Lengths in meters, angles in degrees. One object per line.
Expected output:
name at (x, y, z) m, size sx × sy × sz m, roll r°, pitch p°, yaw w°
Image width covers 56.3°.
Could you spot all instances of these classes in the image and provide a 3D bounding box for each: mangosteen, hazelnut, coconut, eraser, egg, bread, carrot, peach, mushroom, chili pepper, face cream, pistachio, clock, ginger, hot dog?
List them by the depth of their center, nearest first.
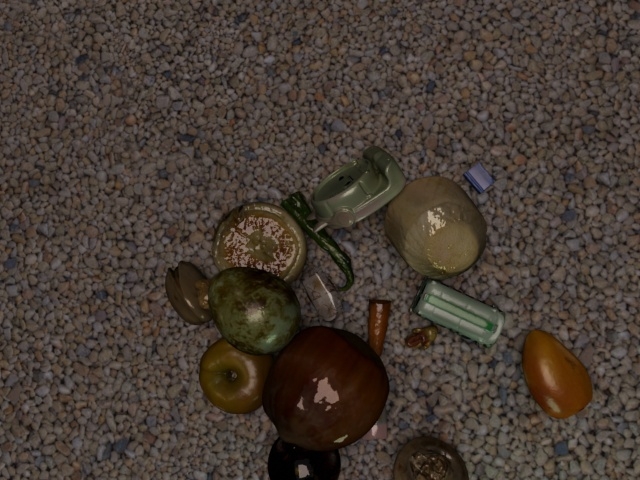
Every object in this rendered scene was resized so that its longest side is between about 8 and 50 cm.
egg at (-0.193, 0.196, 1.718) m, size 0.289 × 0.238 × 0.238 m, roll 38°, pitch 89°, yaw 14°
hazelnut at (0.010, 0.421, 1.741) m, size 0.366 × 0.366 × 0.366 m, roll 0°, pitch 85°, yaw 5°
mushroom at (0.328, 0.688, 1.761) m, size 0.226 × 0.178 × 0.226 m, roll 7°, pitch 42°, yaw -6°
coconut at (0.338, -0.046, 1.800) m, size 0.329 × 0.329 × 0.329 m, roll 0°, pitch 85°, yaw 5°
mangosteen at (-0.040, 0.693, 1.803) m, size 0.228 × 0.228 × 0.265 m, roll -18°, pitch 116°, yaw 3°
clock at (0.091, -0.148, 1.827) m, size 0.324 × 0.265 × 0.108 m, roll -35°, pitch 113°, yaw 2°
ginger at (-0.268, 0.210, 1.863) m, size 0.086 × 0.131 × 0.294 m, roll -33°, pitch 121°, yaw 25°
face cream at (0.162, 0.518, 1.865) m, size 0.084 × 0.057 × 0.198 m, roll -5°, pitch 84°, yaw 5°
peach at (-0.264, 0.417, 1.874) m, size 0.251 × 0.153 × 0.251 m, roll -4°, pitch 79°, yaw 20°
carrot at (0.181, 0.287, 1.881) m, size 0.072 × 0.072 × 0.205 m, roll 3°, pitch 87°, yaw 5°
bread at (-0.188, 0.022, 1.893) m, size 0.305 × 0.159 × 0.305 m, roll 0°, pitch 89°, yaw 7°
hot dog at (0.002, 0.169, 1.908) m, size 0.099 × 0.053 × 0.192 m, roll -34°, pitch 83°, yaw 17°
pistachio at (-0.418, 0.168, 1.912) m, size 0.138 × 0.153 × 0.238 m, roll -32°, pitch 58°, yaw -9°
eraser at (0.508, -0.199, 1.916) m, size 0.063 × 0.027 × 0.084 m, roll -38°, pitch 83°, yaw 0°
chili pepper at (0.001, 0.000, 1.926) m, size 0.085 × 0.076 × 0.359 m, roll -32°, pitch 82°, yaw -20°

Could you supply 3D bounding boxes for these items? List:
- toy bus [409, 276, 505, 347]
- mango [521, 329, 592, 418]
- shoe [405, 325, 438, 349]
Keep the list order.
toy bus at (0.422, 0.221, 1.816) m, size 0.276 × 0.165 × 0.133 m, roll 24°, pitch 88°, yaw 8°
mango at (0.692, 0.392, 1.791) m, size 0.187 × 0.138 × 0.257 m, roll -37°, pitch 89°, yaw -11°
shoe at (0.316, 0.307, 1.866) m, size 0.109 × 0.069 × 0.072 m, roll -10°, pitch 84°, yaw 10°
